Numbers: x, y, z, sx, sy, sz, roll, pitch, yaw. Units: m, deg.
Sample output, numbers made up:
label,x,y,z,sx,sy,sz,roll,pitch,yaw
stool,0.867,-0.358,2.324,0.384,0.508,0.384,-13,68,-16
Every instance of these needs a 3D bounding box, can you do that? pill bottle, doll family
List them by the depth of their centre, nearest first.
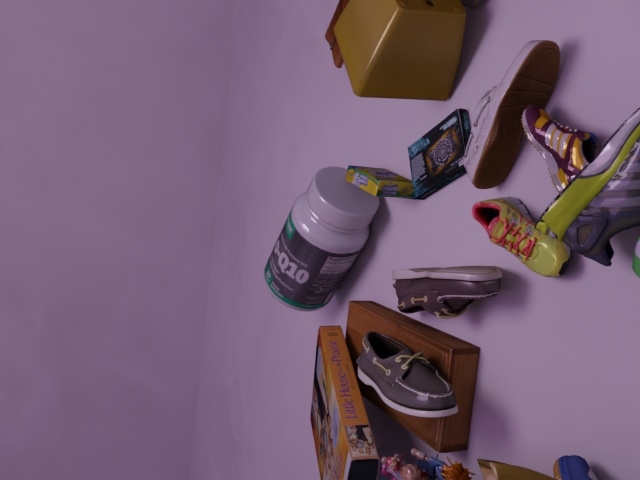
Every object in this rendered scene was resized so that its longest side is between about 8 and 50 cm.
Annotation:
label,x,y,z,sx,sy,sz,roll,pitch,yaw
doll family,0.232,0.437,1.095,0.263,0.118,0.163,43,160,3
pill bottle,0.000,0.000,1.586,0.361,0.204,0.204,117,145,-41

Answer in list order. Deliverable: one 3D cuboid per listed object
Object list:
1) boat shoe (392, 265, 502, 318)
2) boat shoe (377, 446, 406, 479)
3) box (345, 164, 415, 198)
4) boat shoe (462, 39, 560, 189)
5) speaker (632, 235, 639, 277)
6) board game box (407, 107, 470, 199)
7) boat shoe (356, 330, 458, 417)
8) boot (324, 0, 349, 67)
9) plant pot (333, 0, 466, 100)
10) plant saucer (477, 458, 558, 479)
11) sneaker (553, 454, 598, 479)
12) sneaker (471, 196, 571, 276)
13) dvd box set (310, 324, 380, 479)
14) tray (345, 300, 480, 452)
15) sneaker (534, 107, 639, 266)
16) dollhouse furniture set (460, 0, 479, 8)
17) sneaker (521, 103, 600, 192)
label,x,y,z,sx,sy,sz,roll,pitch,yaw
boat shoe,0.237,0.099,1.191,0.324,0.117,0.096,171,97,-68
boat shoe,0.146,0.593,1.330,0.105,0.113,0.306,148,110,-75
box,0.142,-0.131,1.419,0.179,0.105,0.043,41,124,58
boat shoe,0.312,-0.226,1.081,0.096,0.098,0.277,-117,37,-45
speaker,0.468,-0.078,0.702,0.131,0.131,0.296,-130,49,-55
board game box,0.247,-0.175,1.294,0.186,0.026,0.126,146,124,-59
boat shoe,0.155,0.248,1.178,0.305,0.109,0.091,-165,75,-68
boot,0.080,-0.573,1.612,0.280,0.096,0.264,118,145,-42
plant pot,0.170,-0.424,1.241,0.187,0.212,0.212,116,147,-53
plant saucer,0.319,0.447,0.833,0.333,0.081,0.332,59,-171,-69
sneaker,0.419,0.391,0.811,0.131,0.112,0.296,-38,29,12
sneaker,0.324,-0.006,1.035,0.208,0.094,0.081,53,132,52
dvd box set,0.040,0.435,1.386,0.420,0.062,0.307,-106,19,-60
tray,0.172,0.273,1.348,0.411,0.076,0.202,17,102,63
sneaker,0.431,-0.092,0.832,0.121,0.111,0.300,43,123,15
dollhouse furniture set,0.340,-0.564,1.099,0.301,0.151,0.197,68,-152,-82
sneaker,0.385,-0.154,0.969,0.084,0.070,0.185,-46,52,43
